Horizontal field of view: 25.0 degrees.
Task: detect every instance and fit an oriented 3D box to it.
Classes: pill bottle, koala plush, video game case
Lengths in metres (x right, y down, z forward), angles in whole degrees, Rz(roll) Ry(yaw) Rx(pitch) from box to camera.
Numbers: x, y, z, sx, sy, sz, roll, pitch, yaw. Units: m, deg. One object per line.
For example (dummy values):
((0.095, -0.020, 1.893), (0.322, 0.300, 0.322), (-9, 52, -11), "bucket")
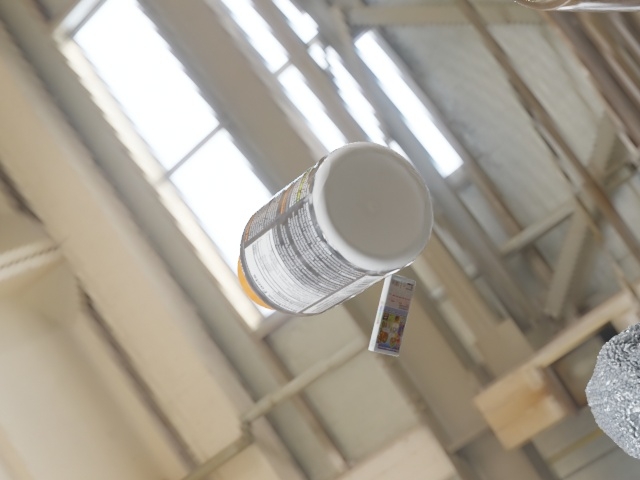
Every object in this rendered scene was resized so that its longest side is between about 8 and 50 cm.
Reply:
((0.000, 0.000, 1.440), (0.130, 0.246, 0.130), (8, -109, -24), "pill bottle")
((0.408, 0.143, 1.532), (0.203, 0.221, 0.196), (-11, -102, -14), "koala plush")
((0.111, 0.115, 2.232), (0.087, 0.011, 0.122), (19, -96, -59), "video game case")

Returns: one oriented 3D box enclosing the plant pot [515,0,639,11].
((0.194, -0.214, 0.787), (0.230, 0.215, 0.215), (-25, -103, -25), "plant pot")
